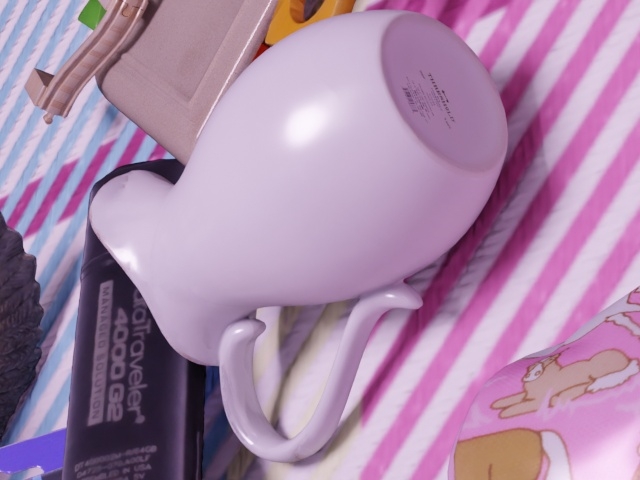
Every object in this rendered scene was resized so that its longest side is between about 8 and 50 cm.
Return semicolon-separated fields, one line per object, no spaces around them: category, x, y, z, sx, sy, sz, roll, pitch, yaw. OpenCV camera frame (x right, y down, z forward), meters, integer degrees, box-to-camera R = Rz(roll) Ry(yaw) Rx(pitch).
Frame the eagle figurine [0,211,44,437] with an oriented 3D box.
eagle figurine;-0.313;0.123;1.044;0.298;0.225;0.226;-42;34;41

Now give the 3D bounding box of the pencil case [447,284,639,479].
pencil case;0.220;0.018;0.504;0.386;0.160;0.167;-38;46;33

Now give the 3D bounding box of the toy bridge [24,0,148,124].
toy bridge;-0.125;-0.151;1.041;0.188;0.026;0.063;-61;33;16

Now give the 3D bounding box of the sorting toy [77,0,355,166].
sorting toy;-0.053;-0.146;0.997;0.196;0.047;0.348;-65;31;8

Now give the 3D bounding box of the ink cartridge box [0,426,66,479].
ink cartridge box;-0.159;0.175;0.882;0.206;0.045;0.208;-18;46;-6

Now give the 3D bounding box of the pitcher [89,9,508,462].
pitcher;0.000;0.000;0.827;0.207;0.125;0.177;-33;80;39

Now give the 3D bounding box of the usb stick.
usb stick;-0.096;0.062;0.911;0.077;0.045;0.278;-13;45;12
